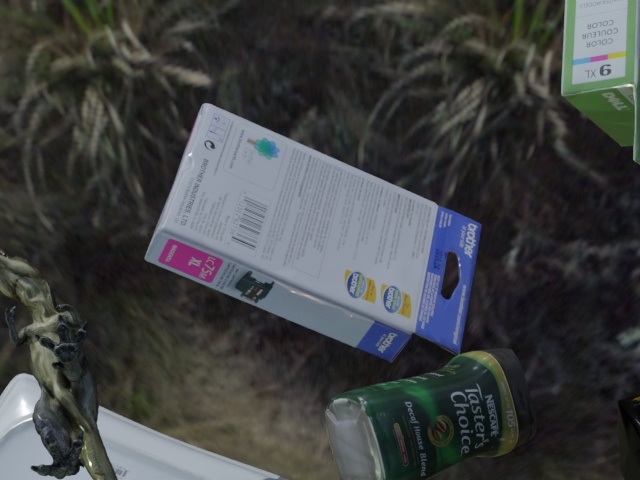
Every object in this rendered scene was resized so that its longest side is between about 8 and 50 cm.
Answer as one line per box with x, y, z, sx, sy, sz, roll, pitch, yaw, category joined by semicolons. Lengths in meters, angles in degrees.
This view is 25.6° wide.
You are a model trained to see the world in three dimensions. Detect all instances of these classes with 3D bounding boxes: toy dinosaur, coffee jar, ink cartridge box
-0.178;0.115;0.985;0.064;0.118;0.268;-18;83;-9;toy dinosaur
0.100;0.155;1.215;0.184;0.079;0.096;-15;89;-34;coffee jar
0.000;0.000;1.378;0.311;0.065;0.186;21;46;-7;ink cartridge box
0.229;-0.136;1.039;0.062;0.109;0.209;-8;69;34;ink cartridge box

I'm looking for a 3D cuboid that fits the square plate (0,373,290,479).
-0.237;0.313;1.316;0.347;0.049;0.344;19;62;19;square plate

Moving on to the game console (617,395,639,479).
0.308;0.300;1.172;0.044;0.361;0.213;-18;48;-1;game console
